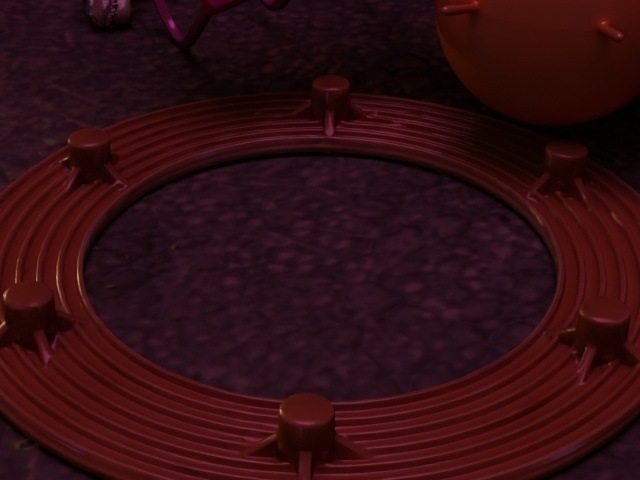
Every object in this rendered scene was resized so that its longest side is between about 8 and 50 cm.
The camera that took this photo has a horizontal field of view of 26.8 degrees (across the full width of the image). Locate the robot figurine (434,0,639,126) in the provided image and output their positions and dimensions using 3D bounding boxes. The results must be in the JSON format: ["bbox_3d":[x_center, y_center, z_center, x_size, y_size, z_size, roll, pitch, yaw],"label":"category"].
[{"bbox_3d":[0.137,-0.132,0.718,0.158,0.128,0.219,53,28,-1],"label":"robot figurine"}]

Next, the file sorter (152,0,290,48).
[{"bbox_3d":[0.009,-0.263,0.796,0.290,0.202,0.182,-26,2,-13],"label":"file sorter"}]

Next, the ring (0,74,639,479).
[{"bbox_3d":[0.000,0.000,0.618,0.336,0.032,0.337,0,32,0],"label":"ring"}]

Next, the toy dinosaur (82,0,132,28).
[{"bbox_3d":[-0.082,-0.222,0.945,0.118,0.064,0.268,1,28,13],"label":"toy dinosaur"}]
